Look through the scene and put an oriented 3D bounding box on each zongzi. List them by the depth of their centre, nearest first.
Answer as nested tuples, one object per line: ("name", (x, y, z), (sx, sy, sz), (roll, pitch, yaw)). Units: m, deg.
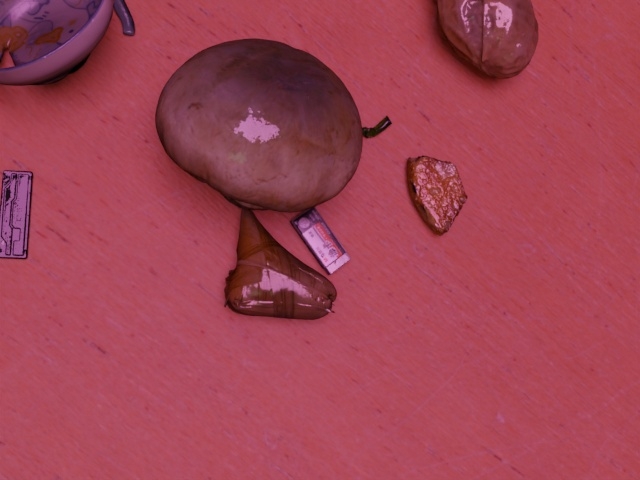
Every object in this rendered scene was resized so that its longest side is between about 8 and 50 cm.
("zongzi", (-0.065, 0.040, 1.452), (0.194, 0.099, 0.197), (8, 74, -9))

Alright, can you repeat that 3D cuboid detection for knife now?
("knife", (-0.385, -0.469, 1.500), (0.028, 0.015, 0.210), (-23, 87, -6))

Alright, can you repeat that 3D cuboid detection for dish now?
("dish", (-0.462, -0.343, 1.410), (0.273, 0.134, 0.273), (-9, 52, 13))

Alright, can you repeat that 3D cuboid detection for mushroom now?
("mushroom", (-0.100, -0.190, 1.387), (0.352, 0.260, 0.352), (13, 43, -13))

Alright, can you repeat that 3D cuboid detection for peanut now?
("peanut", (0.298, -0.465, 1.554), (0.174, 0.158, 0.340), (-18, 80, 18))

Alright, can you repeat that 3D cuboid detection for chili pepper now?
("chili pepper", (0.097, -0.209, 1.549), (0.083, 0.022, 0.027), (-23, 120, -13))

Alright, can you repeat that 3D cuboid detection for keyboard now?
("keyboard", (-0.528, -0.045, 1.420), (0.053, 0.010, 0.155), (4, 82, -11))

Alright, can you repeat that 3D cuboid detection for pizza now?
("pizza", (0.218, -0.092, 1.546), (0.099, 0.036, 0.160), (-21, 87, -12))

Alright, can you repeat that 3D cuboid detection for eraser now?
("eraser", (0.000, 0.000, 1.498), (0.052, 0.029, 0.122), (-36, 90, -12))
